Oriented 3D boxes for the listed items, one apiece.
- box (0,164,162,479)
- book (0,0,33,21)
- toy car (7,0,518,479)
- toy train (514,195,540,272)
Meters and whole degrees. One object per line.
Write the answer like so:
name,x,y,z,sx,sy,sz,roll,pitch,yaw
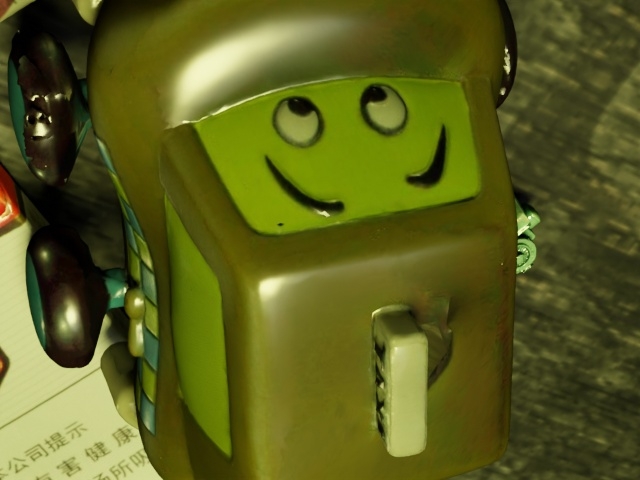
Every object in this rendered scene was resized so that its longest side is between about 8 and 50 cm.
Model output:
box,-0.160,0.050,0.716,0.139,0.035,0.245,-29,129,4
book,-0.166,-0.169,0.565,0.162,0.022,0.232,-30,129,5
toy car,0.000,0.000,0.601,0.204,0.198,0.248,-10,119,-15
toy train,0.061,0.005,0.755,0.083,0.033,0.053,-39,123,12
